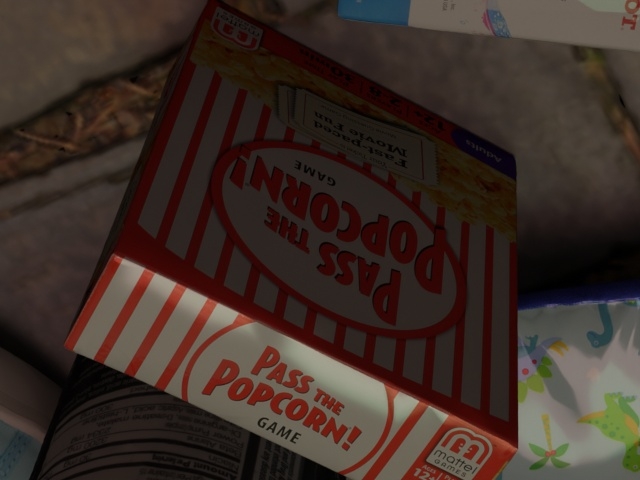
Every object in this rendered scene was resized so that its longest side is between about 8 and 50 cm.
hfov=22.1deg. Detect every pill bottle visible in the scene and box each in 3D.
[{"bbox_3d":[-0.059,0.124,0.656,0.130,0.246,0.130,3,123,5],"label":"pill bottle"}]

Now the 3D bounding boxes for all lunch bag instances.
[{"bbox_3d":[0.125,0.076,0.694,0.128,0.096,0.151,-8,130,12],"label":"lunch bag"}]

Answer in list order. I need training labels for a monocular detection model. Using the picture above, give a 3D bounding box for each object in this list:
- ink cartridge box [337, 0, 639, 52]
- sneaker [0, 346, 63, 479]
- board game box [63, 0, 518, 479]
[{"bbox_3d":[0.072,-0.124,0.599,0.122,0.052,0.089,8,123,3],"label":"ink cartridge box"},{"bbox_3d":[-0.138,0.205,0.774,0.135,0.150,0.366,-18,118,16],"label":"sneaker"},{"bbox_3d":[0.000,0.000,0.602,0.146,0.193,0.045,26,122,-11],"label":"board game box"}]
